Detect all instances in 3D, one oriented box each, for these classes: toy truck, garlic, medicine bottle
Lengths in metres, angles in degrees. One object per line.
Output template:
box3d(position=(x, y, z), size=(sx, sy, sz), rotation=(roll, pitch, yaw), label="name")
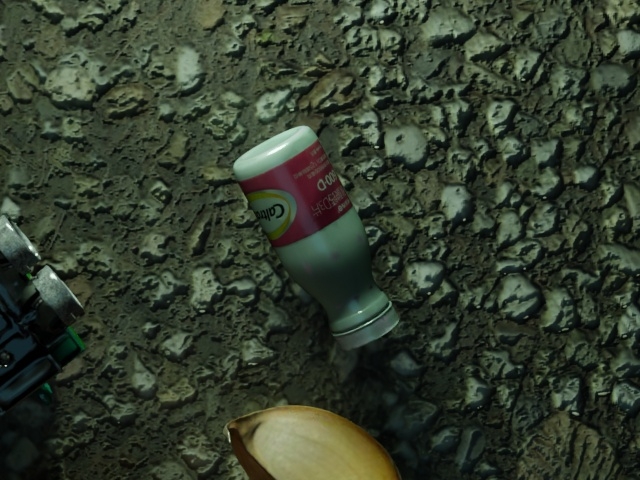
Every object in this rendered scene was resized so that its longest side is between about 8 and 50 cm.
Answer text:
box3d(position=(-0.370, 0.019, 1.609), size=(0.176, 0.178, 0.363), rotation=(-38, 100, -5), label="toy truck")
box3d(position=(-0.010, 0.238, 1.705), size=(0.206, 0.128, 0.115), rotation=(36, 139, -2), label="garlic")
box3d(position=(0.000, 0.000, 1.666), size=(0.090, 0.090, 0.217), rotation=(-27, 101, 3), label="medicine bottle")
